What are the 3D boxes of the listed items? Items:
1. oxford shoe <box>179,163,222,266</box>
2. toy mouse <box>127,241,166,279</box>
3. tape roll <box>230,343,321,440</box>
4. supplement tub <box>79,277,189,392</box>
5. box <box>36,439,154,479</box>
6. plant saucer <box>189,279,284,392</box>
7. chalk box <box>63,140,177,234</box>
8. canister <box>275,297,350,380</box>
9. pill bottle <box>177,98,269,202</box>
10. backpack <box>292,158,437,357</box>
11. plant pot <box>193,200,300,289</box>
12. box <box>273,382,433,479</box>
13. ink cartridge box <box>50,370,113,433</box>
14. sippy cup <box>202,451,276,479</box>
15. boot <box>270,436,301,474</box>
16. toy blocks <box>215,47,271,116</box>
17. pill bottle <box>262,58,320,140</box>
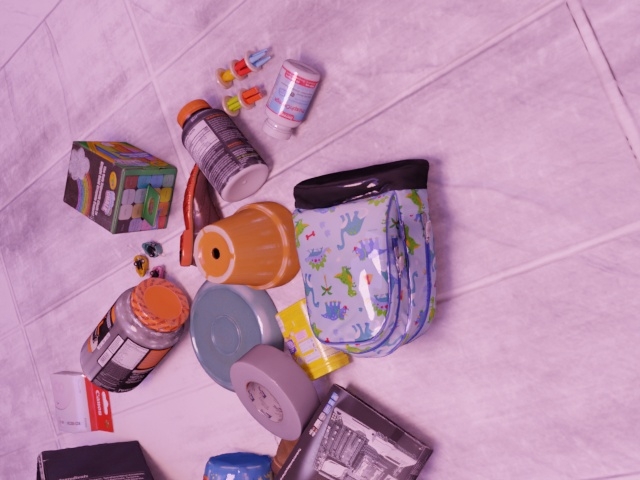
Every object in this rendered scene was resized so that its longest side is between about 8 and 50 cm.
[{"bbox_3d":[-0.291,-0.067,1.672,0.097,0.098,0.271,169,106,-72],"label":"oxford shoe"},{"bbox_3d":[-0.452,0.059,1.830,0.143,0.031,0.161,-27,80,37],"label":"toy mouse"},{"bbox_3d":[-0.103,0.341,1.514,0.219,0.072,0.219,28,138,29],"label":"tape roll"},{"bbox_3d":[-0.489,0.250,1.784,0.316,0.193,0.193,-46,69,31],"label":"supplement tub"},{"bbox_3d":[-0.590,0.875,1.782,0.472,0.297,0.480,31,116,56],"label":"box"},{"bbox_3d":[-0.225,0.233,1.678,0.317,0.043,0.318,6,99,37],"label":"plant saucer"},{"bbox_3d":[-0.502,-0.131,1.753,0.289,0.179,0.180,28,111,30],"label":"chalk box"},{"bbox_3d":[-0.021,0.221,1.503,0.126,0.073,0.170,-33,75,36],"label":"canister"},{"bbox_3d":[-0.237,-0.218,1.570,0.246,0.130,0.130,53,123,19],"label":"pill bottle"},{"bbox_3d":[0.089,0.047,1.310,0.290,0.273,0.356,-5,105,31],"label":"backpack"},{"bbox_3d":[-0.174,0.019,1.517,0.205,0.188,0.205,6,99,36],"label":"plant pot"},{"bbox_3d":[0.050,0.495,1.400,0.242,0.076,0.307,30,83,31],"label":"box"},{"bbox_3d":[-0.749,0.508,2.103,0.232,0.066,0.189,-5,93,41],"label":"ink cartridge box"},{"bbox_3d":[-0.194,0.634,1.609,0.240,0.305,0.224,166,106,-72],"label":"sippy cup"},{"bbox_3d":[0.019,0.521,1.500,0.305,0.112,0.115,22,99,35],"label":"boot"},{"bbox_3d":[-0.166,-0.366,1.543,0.148,0.054,0.123,-18,84,37],"label":"toy blocks"},{"bbox_3d":[-0.068,-0.303,1.457,0.087,0.087,0.160,38,118,27],"label":"pill bottle"}]
